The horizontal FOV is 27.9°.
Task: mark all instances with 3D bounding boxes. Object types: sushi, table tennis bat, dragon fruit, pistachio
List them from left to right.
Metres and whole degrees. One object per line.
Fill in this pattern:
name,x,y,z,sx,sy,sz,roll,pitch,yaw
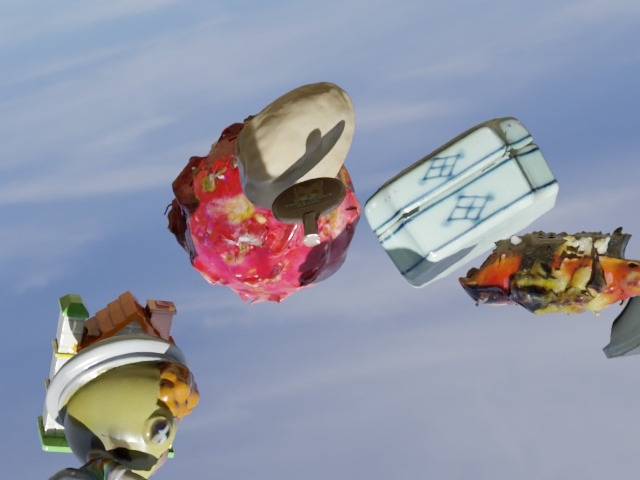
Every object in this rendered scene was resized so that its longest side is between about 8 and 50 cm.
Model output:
dragon fruit,-0.132,-0.047,2.476,0.386,0.371,0.249,4,-165,22
pistachio,-0.040,-0.138,1.888,0.223,0.152,0.126,-57,-177,-21
table tennis bat,0.000,0.000,1.767,0.107,0.119,0.170,-16,-151,7
sushi,0.258,0.033,1.355,0.226,0.103,0.097,1,160,42

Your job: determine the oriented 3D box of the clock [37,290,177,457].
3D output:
clock,-0.335,0.217,2.114,0.219,0.255,0.106,6,-161,-20

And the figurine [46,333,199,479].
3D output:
figurine,-0.306,0.286,1.809,0.224,0.205,0.382,-44,-163,29

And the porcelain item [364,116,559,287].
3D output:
porcelain item,0.217,-0.060,2.004,0.281,0.157,0.286,-31,171,5

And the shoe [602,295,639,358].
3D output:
shoe,0.471,0.076,1.721,0.108,0.093,0.241,-5,155,-39
